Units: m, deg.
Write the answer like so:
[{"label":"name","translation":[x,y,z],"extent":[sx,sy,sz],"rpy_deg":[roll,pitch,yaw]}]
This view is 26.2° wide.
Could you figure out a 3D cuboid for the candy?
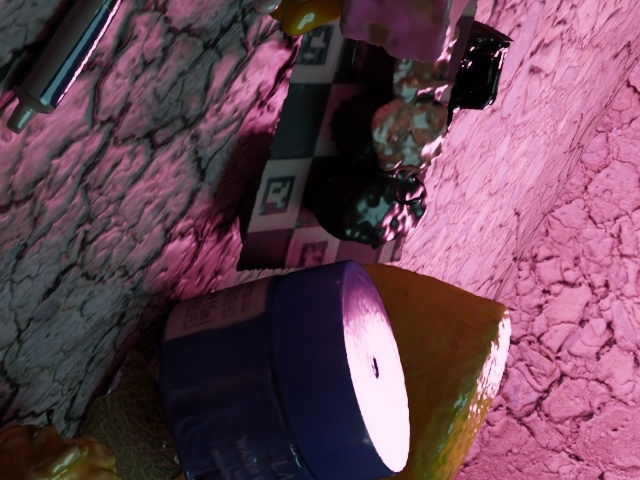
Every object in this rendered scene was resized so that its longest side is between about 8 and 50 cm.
[{"label":"candy","translation":[0.104,-0.311,1.324],"extent":[0.155,0.116,0.265],"rpy_deg":[87,20,-47]}]

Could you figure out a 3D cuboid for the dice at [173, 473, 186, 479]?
[{"label":"dice","translation":[-0.156,0.304,1.737],"extent":[0.166,0.169,0.169],"rpy_deg":[-61,164,16]}]

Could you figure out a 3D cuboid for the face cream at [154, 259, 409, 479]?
[{"label":"face cream","translation":[-0.039,0.164,1.554],"extent":[0.249,0.225,0.249],"rpy_deg":[-14,90,-74]}]

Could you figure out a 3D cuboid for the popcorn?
[{"label":"popcorn","translation":[-0.273,0.243,1.297],"extent":[0.180,0.180,0.170],"rpy_deg":[-22,106,-64]}]

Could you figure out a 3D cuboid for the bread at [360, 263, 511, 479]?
[{"label":"bread","translation":[0.114,0.206,2.110],"extent":[0.348,0.308,0.348],"rpy_deg":[-57,164,-26]}]

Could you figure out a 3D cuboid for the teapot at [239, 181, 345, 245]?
[{"label":"teapot","translation":[-0.025,-0.056,1.622],"extent":[0.108,0.149,0.111],"rpy_deg":[80,4,-47]}]

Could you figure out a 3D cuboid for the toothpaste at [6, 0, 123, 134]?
[{"label":"toothpaste","translation":[-0.177,-0.164,1.034],"extent":[0.197,0.035,0.057],"rpy_deg":[-57,180,-6]}]

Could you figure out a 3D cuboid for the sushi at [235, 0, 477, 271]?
[{"label":"sushi","translation":[0.088,-0.119,1.517],"extent":[0.296,0.100,0.373],"rpy_deg":[-3,115,-49]}]

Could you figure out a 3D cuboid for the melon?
[{"label":"melon","translation":[-0.201,0.218,1.565],"extent":[0.093,0.139,0.202],"rpy_deg":[-77,-172,-64]}]

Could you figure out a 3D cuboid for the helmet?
[{"label":"helmet","translation":[0.160,-0.227,1.803],"extent":[0.177,0.107,0.153],"rpy_deg":[-29,156,-23]}]

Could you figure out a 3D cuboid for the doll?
[{"label":"doll","translation":[-0.016,-0.248,1.308],"extent":[0.135,0.071,0.113],"rpy_deg":[-37,147,-40]}]
